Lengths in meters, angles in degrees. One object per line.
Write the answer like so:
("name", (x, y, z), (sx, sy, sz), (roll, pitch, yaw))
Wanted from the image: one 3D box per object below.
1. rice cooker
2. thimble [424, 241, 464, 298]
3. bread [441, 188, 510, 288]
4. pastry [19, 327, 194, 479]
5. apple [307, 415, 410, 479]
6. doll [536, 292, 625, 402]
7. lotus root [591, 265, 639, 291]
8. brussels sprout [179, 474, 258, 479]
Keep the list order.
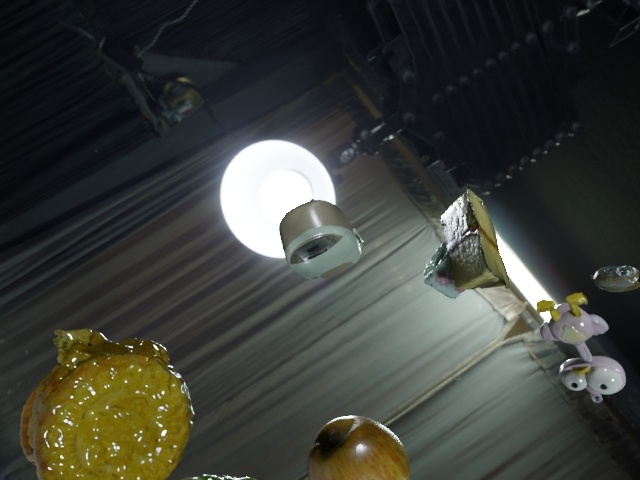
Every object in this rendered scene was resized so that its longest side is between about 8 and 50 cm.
("rice cooker", (0.000, 0.000, 0.922), (0.127, 0.145, 0.206), (68, 13, 20))
("thimble", (0.492, 0.107, 1.750), (0.149, 0.211, 0.185), (35, -5, -2))
("bread", (0.548, -0.012, 1.527), (0.405, 0.242, 0.345), (100, -14, -70))
("pastry", (-0.313, 0.273, 0.719), (0.240, 0.235, 0.132), (23, -8, -39))
("apple", (0.091, 0.576, 1.184), (0.264, 0.264, 0.264), (57, -6, 9))
("doll", (0.689, 0.290, 1.236), (0.365, 0.160, 0.094), (62, 32, -17))
("lotus root", (0.941, 0.119, 1.461), (0.165, 0.088, 0.088), (1, -52, 49))
("brussels sprout", (-0.213, 0.553, 0.883), (0.271, 0.219, 0.210), (43, 31, -26))
